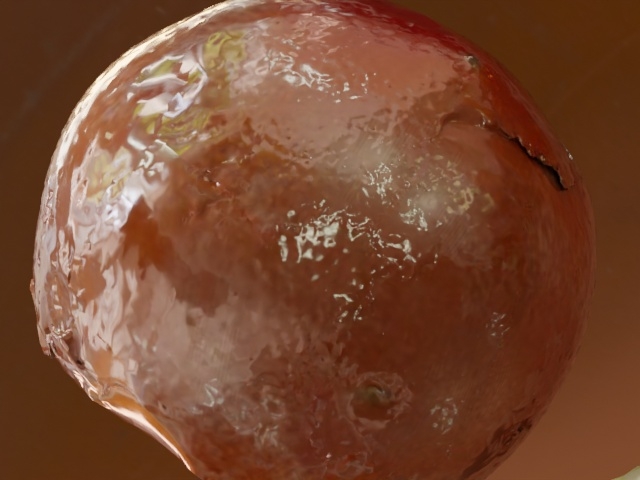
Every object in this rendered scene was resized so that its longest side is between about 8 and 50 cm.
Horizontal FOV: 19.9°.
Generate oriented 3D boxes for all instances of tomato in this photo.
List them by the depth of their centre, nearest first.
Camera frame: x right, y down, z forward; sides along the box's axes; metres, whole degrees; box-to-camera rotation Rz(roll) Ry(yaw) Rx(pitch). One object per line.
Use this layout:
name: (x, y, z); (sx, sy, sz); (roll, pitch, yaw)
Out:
tomato: (0.000, 0.000, 0.681); (0.208, 0.208, 0.184); (35, 92, 25)

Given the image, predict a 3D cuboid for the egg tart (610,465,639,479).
egg tart: (0.113, 0.089, 0.486); (0.252, 0.232, 0.098); (-40, 69, -5)
